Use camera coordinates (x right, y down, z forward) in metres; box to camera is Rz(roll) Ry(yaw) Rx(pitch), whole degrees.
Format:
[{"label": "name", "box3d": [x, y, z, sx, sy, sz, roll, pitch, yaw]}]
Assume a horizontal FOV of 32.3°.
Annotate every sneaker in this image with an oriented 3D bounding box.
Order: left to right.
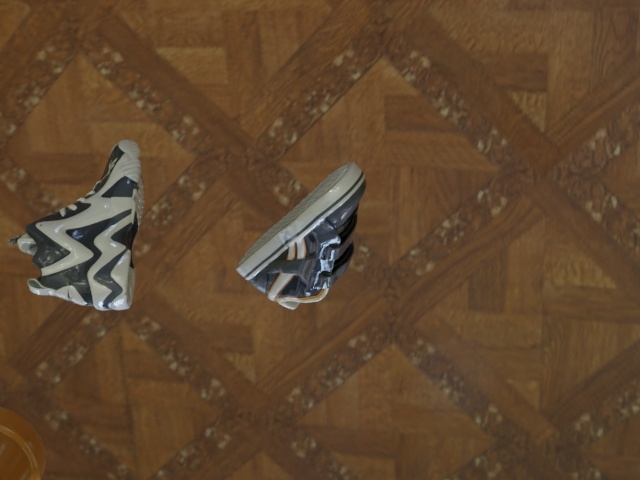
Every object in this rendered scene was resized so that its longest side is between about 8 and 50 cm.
[{"label": "sneaker", "box3d": [-0.299, -0.026, 1.353, 0.153, 0.235, 0.094, 3, 156, -4]}, {"label": "sneaker", "box3d": [0.000, 0.000, 1.648, 0.127, 0.126, 0.321, 43, 142, -6]}]

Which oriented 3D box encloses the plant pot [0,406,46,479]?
[{"label": "plant pot", "box3d": [-0.581, 0.409, 1.853, 0.205, 0.188, 0.205, -1, 108, -3]}]
